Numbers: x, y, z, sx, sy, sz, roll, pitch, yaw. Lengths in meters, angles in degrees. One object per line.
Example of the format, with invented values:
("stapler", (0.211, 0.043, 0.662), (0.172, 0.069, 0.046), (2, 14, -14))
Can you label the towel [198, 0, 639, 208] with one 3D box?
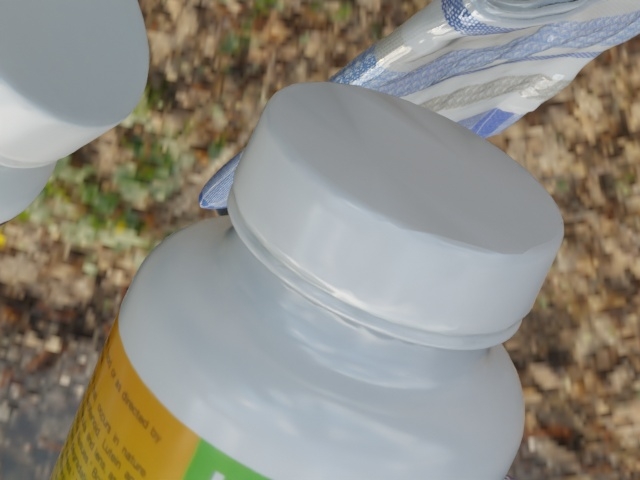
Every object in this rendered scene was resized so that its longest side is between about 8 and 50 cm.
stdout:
("towel", (0.081, -0.087, 0.997), (0.285, 0.209, 0.034), (-33, 78, 55))

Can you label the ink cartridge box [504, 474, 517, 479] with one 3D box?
("ink cartridge box", (0.047, 0.193, 0.721), (0.046, 0.097, 0.207), (7, 101, -35))

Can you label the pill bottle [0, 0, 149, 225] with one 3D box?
("pill bottle", (-0.318, -0.078, 1.313), (0.392, 0.224, 0.224), (-28, 119, 31))

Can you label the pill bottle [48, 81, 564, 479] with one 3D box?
("pill bottle", (-0.016, 0.078, 0.647), (0.136, 0.136, 0.245), (19, 115, -11))

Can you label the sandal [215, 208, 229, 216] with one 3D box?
("sandal", (-0.001, 0.001, 1.288), (0.097, 0.254, 0.054), (-30, 125, -5))
